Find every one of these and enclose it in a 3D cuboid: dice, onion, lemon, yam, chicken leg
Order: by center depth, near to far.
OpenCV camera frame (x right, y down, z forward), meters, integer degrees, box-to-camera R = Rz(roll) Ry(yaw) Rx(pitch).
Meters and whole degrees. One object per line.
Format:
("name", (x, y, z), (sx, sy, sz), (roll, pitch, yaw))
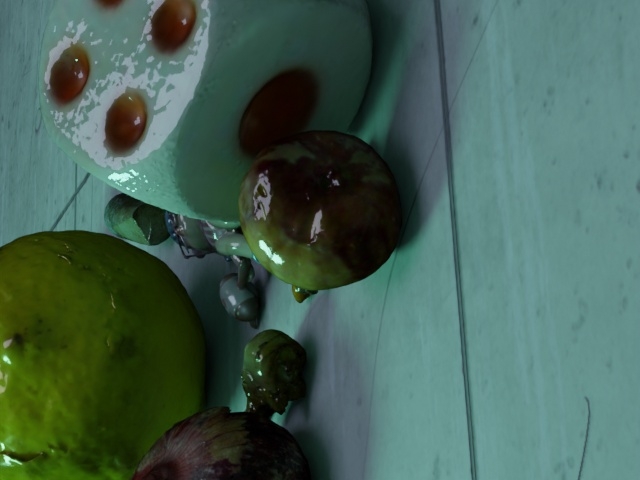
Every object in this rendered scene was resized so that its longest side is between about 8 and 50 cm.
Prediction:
("dice", (-0.118, -0.185, 1.642), (0.251, 0.243, 0.259), (38, 110, 37))
("onion", (-0.112, 0.291, 1.657), (0.246, 0.190, 0.246), (-40, 36, 38))
("chicken leg", (-0.059, 0.165, 1.737), (0.178, 0.070, 0.093), (115, 147, -52))
("lemon", (-0.305, 0.161, 1.973), (0.387, 0.350, 0.350), (49, -137, -75))
("yam", (-0.259, -0.029, 2.277), (0.169, 0.068, 0.068), (-165, 83, -69))

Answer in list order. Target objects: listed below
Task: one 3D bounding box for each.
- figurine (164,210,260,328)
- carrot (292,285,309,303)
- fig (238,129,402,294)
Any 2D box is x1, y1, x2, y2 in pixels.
("figurine", (-0.096, -0.003, 1.858), (0.205, 0.103, 0.260), (64, 162, -16))
("carrot", (0.000, 0.000, 1.672), (0.037, 0.037, 0.190), (-108, 30, -46))
("fig", (-0.016, -0.001, 1.564), (0.143, 0.160, 0.231), (-48, -8, -48))
